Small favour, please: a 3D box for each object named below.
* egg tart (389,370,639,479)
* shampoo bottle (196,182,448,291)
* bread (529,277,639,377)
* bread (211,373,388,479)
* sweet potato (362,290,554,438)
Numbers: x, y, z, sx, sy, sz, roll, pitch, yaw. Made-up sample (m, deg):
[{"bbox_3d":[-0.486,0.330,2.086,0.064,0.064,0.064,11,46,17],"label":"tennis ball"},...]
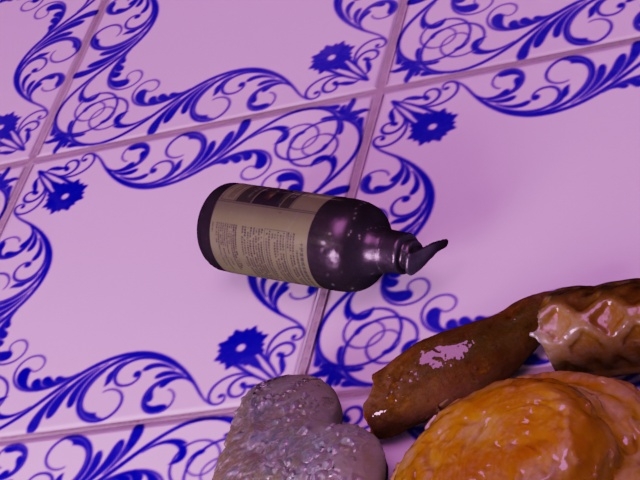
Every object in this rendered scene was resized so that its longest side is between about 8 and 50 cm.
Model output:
[{"bbox_3d":[0.159,0.216,1.594,0.319,0.128,0.319,-20,36,15],"label":"egg tart"},{"bbox_3d":[0.000,0.000,1.977,0.284,0.101,0.101,9,50,39],"label":"shampoo bottle"},{"bbox_3d":[0.330,0.071,1.681,0.269,0.098,0.087,-9,49,23],"label":"bread"},{"bbox_3d":[-0.036,0.211,1.773,0.172,0.064,0.232,-35,35,-3],"label":"bread"},{"bbox_3d":[0.143,0.109,1.774,0.244,0.077,0.077,-31,36,1],"label":"sweet potato"}]
